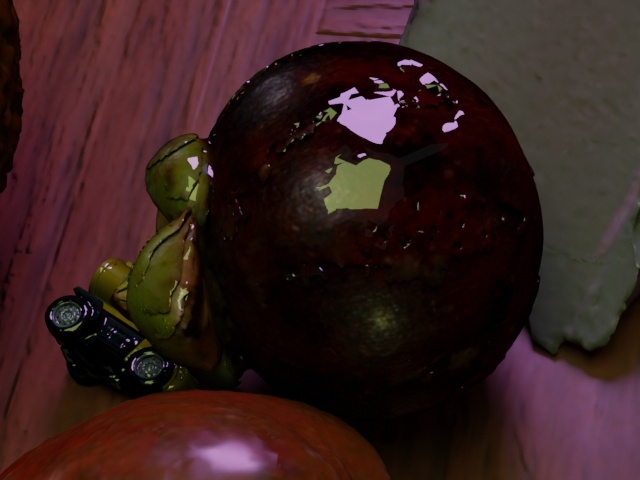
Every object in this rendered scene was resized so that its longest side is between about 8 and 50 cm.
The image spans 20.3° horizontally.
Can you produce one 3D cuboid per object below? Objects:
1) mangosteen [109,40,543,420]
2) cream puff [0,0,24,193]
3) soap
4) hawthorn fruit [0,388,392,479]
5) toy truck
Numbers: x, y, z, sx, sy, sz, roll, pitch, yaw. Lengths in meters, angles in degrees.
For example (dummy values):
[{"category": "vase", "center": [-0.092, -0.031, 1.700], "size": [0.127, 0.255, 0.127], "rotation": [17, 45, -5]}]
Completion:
[{"category": "mangosteen", "center": [0.000, 0.000, 0.738], "size": [0.180, 0.166, 0.166], "rotation": [-11, 55, -8]}, {"category": "cream puff", "center": [-0.268, -0.046, 0.808], "size": [0.303, 0.212, 0.303], "rotation": [-6, 64, 12]}, {"category": "soap", "center": [0.136, -0.138, 0.769], "size": [0.159, 0.258, 0.302], "rotation": [31, 67, 25]}, {"category": "hawthorn fruit", "center": [-0.052, 0.142, 0.670], "size": [0.189, 0.189, 0.189], "rotation": [-4, 56, 7]}, {"category": "toy truck", "center": [-0.076, 0.049, 0.806], "size": [0.083, 0.049, 0.054], "rotation": [31, 65, 27]}]
